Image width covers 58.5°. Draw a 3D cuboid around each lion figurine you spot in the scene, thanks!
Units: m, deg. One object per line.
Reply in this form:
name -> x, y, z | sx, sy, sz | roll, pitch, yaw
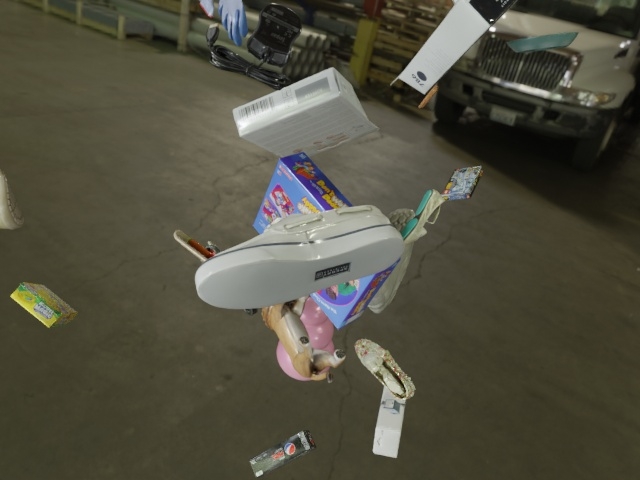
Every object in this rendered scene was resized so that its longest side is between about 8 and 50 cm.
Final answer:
lion figurine -> -0.068, 0.281, 1.668 | 0.142, 0.240, 0.392 | -5, 54, -24

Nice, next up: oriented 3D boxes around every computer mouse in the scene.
computer mouse -> -0.141, -0.411, 1.186 | 0.184, 0.060, 0.262 | 18, 52, -14

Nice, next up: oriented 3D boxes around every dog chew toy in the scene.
dog chew toy -> -0.046, 0.324, 1.993 | 0.207, 0.332, 0.206 | 4, 29, -2

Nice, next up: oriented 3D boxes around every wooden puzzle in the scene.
wooden puzzle -> -0.277, 0.073, 1.575 | 0.239, 0.044, 0.221 | 39, -7, 26

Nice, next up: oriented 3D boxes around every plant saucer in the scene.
plant saucer -> 0.391, -0.348, 1.009 | 0.119, 0.021, 0.119 | -6, 13, 1
plant saucer -> 0.330, -0.436, 1.741 | 0.013, 0.083, 0.083 | 39, 28, 2

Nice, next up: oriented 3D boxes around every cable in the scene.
cable -> -0.281, 0.107, 1.805 | 0.287, 0.139, 0.072 | 37, 45, 25

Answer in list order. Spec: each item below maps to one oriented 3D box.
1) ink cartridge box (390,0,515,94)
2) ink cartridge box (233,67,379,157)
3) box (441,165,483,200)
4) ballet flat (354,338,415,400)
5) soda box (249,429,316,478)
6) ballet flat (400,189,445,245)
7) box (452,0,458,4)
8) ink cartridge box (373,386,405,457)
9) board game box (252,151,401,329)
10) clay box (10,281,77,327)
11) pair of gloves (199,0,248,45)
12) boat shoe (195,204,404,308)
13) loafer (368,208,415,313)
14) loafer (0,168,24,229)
ink cartridge box -> 0.231, -0.342, 0.923 | 0.065, 0.165, 0.333 | 43, -9, -4
ink cartridge box -> -0.025, -0.350, 1.669 | 0.308, 0.091, 0.385 | -18, -9, 20
box -> 0.452, -0.182, 1.820 | 0.094, 0.027, 0.137 | -2, 41, 40
ballet flat -> 0.199, 0.403, 1.776 | 0.241, 0.091, 0.077 | 42, 20, 5
soda box -> -0.099, 0.564, 1.513 | 0.053, 0.169, 0.060 | 63, 3, 22
ballet flat -> 0.239, -0.043, 1.345 | 0.052, 0.168, 0.057 | 35, -6, -11
box -> 0.303, -0.481, 0.954 | 0.114, 0.207, 0.036 | 43, 41, -39
ink cartridge box -> 0.227, 0.578, 1.855 | 0.082, 0.139, 0.190 | 8, 36, 9
board game box -> 0.000, 0.000, 1.322 | 0.078, 0.233, 0.347 | -23, 64, -39
clay box -> -0.734, 0.172, 1.521 | 0.127, 0.053, 0.222 | 40, -12, -4
pair of gloves -> -0.177, -0.451, 1.011 | 0.023, 0.159, 0.198 | -22, 60, -26
boat shoe -> -0.028, 0.009, 0.706 | 0.267, 0.096, 0.088 | -15, 52, -18
loafer -> 0.184, 0.048, 1.534 | 0.112, 0.111, 0.319 | 9, 53, 30
loafer -> -0.611, -0.091, 1.027 | 0.092, 0.102, 0.268 | -26, 43, -26
